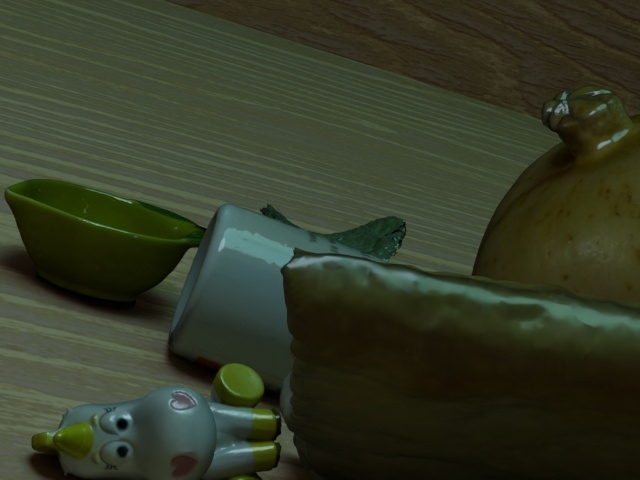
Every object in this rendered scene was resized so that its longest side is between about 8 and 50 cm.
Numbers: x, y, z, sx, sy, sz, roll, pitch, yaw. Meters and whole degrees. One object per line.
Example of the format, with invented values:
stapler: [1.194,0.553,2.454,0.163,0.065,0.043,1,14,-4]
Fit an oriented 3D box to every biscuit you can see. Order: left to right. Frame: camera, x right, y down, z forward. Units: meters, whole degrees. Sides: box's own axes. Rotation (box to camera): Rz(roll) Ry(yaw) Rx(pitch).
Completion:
biscuit: [0.165,0.130,1.283,0.446,0.104,0.429,9,-21,-5]

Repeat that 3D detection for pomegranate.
pomegranate: [0.320,0.037,1.738,0.411,0.411,0.411,21,13,-5]

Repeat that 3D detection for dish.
dish: [-0.194,0.007,1.660,0.207,0.080,0.149,14,12,-29]

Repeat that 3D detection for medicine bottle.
medicine bottle: [0.007,0.072,1.600,0.252,0.144,0.144,20,14,-5]

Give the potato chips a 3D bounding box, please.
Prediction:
potato chips: [0.002,-0.007,2.089,0.228,0.059,0.167,4,16,-41]

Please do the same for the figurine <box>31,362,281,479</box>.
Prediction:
figurine: [-0.113,0.140,1.290,0.129,0.109,0.178,0,-2,35]
